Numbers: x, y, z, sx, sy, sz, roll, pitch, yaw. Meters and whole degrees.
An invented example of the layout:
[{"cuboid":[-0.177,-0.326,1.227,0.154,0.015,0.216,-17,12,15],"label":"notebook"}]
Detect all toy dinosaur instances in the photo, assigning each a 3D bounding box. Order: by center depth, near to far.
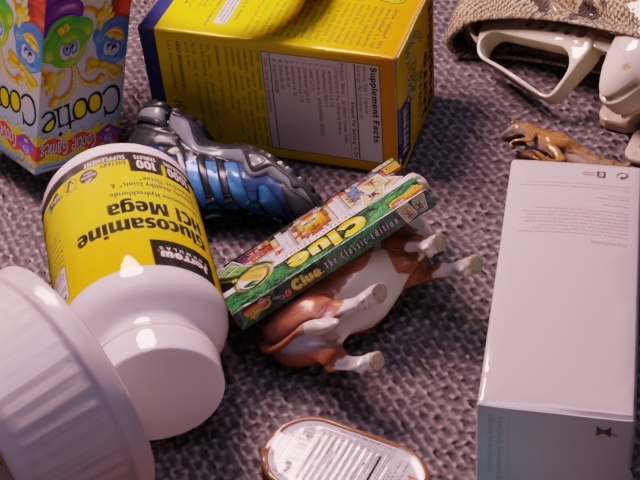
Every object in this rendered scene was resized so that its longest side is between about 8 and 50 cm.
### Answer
[{"cuboid":[0.317,-0.115,1.704,0.211,0.064,0.112,28,51,31],"label":"toy dinosaur"}]

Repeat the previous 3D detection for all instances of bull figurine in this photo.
[{"cuboid":[0.064,0.040,1.517,0.310,0.101,0.188,-46,26,-27],"label":"bull figurine"}]

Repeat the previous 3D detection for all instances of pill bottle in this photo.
[{"cuboid":[-0.208,0.055,1.481,0.188,0.188,0.334,-13,43,-8],"label":"pill bottle"}]

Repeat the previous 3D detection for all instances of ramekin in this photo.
[{"cuboid":[-0.293,0.172,1.302,0.127,0.273,0.273,-33,49,-28],"label":"ramekin"}]

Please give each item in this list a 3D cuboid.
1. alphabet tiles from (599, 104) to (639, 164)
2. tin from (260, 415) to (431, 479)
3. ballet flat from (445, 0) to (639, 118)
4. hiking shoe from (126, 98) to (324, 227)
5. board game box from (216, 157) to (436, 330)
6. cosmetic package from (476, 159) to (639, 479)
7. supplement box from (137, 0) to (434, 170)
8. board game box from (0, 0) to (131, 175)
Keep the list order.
[{"cuboid":[0.531,-0.168,1.769,0.284,0.021,0.278,15,47,22],"label":"alphabet tiles"},{"cuboid":[0.025,0.246,1.364,0.189,0.040,0.106,16,51,22],"label":"tin"},{"cuboid":[0.371,-0.258,1.785,0.482,0.164,0.182,19,71,40],"label":"ballet flat"},{"cuboid":[-0.128,-0.063,1.688,0.304,0.113,0.132,26,81,22],"label":"hiking shoe"},{"cuboid":[0.000,0.000,1.512,0.259,0.030,0.136,-33,26,-3],"label":"board game box"},{"cuboid":[0.257,0.103,1.377,0.155,0.197,0.365,5,42,12],"label":"cosmetic package"},{"cuboid":[-0.038,-0.243,1.784,0.356,0.194,0.195,10,44,15],"label":"supplement box"},{"cuboid":[-0.357,-0.250,1.745,0.144,0.275,0.142,31,36,33],"label":"board game box"}]
